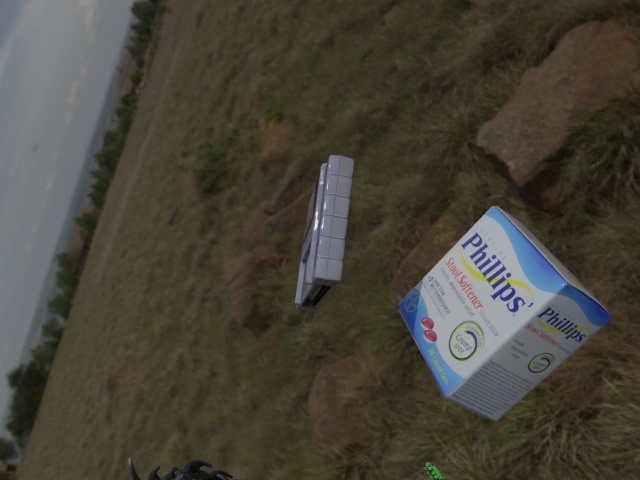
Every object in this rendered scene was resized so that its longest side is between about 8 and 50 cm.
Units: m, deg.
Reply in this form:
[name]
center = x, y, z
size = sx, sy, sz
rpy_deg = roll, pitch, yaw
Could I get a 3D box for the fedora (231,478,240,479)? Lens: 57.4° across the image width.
[fedora]
center = -0.187, 0.611, 1.171
size = 0.334, 0.153, 0.334
rpy_deg = -54, -19, -28

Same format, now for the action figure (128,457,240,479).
[action figure]
center = -0.123, 0.363, 0.736
size = 0.164, 0.276, 0.140
rpy_deg = 134, 154, -61

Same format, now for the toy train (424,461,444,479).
[toy train]
center = 0.251, 0.506, 1.249
size = 0.083, 0.024, 0.017
rpy_deg = -131, 44, -59

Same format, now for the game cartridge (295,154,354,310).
[game cartridge]
center = 0.000, 0.000, 1.138
size = 0.355, 0.068, 0.230
rpy_deg = 116, 158, -73

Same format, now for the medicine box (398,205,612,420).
[medicine box]
center = 0.325, 0.130, 1.093
size = 0.289, 0.149, 0.263
rpy_deg = -50, 30, 18
